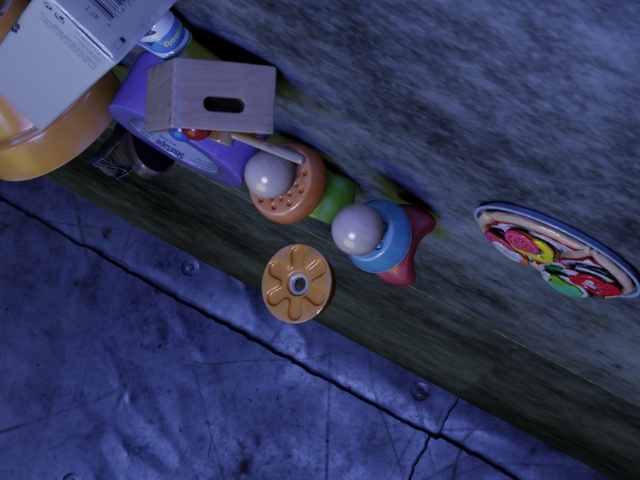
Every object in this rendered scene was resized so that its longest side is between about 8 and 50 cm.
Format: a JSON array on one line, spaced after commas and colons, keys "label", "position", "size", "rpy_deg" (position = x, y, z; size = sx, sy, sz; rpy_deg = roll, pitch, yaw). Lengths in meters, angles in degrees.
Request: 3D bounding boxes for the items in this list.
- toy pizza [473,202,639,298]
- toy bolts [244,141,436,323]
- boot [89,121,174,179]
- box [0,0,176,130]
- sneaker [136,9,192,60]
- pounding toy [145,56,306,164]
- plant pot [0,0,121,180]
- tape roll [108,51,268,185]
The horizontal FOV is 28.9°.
[{"label": "toy pizza", "position": [0.255, 0.020, 1.366], "size": [0.201, 0.032, 0.201], "rpy_deg": [28, 171, 5]}, {"label": "toy bolts", "position": [0.000, 0.000, 1.494], "size": [0.228, 0.218, 0.158], "rpy_deg": [15, 179, 30]}, {"label": "boot", "position": [-0.257, -0.109, 1.689], "size": [0.082, 0.106, 0.219], "rpy_deg": [36, -164, -21]}, {"label": "box", "position": [-0.237, -0.202, 1.200], "size": [0.094, 0.113, 0.275], "rpy_deg": [44, 155, -14]}, {"label": "sneaker", "position": [-0.203, -0.234, 1.300], "size": [0.144, 0.053, 0.059], "rpy_deg": [16, 163, 28]}, {"label": "pounding toy", "position": [-0.100, -0.133, 1.305], "size": [0.141, 0.100, 0.130], "rpy_deg": [2, -179, -22]}, {"label": "plant pot", "position": [-0.387, -0.212, 1.568], "size": [0.205, 0.205, 0.188], "rpy_deg": [19, 152, 44]}, {"label": "tape roll", "position": [-0.161, -0.149, 1.538], "size": [0.189, 0.080, 0.189], "rpy_deg": [27, 171, 5]}]
